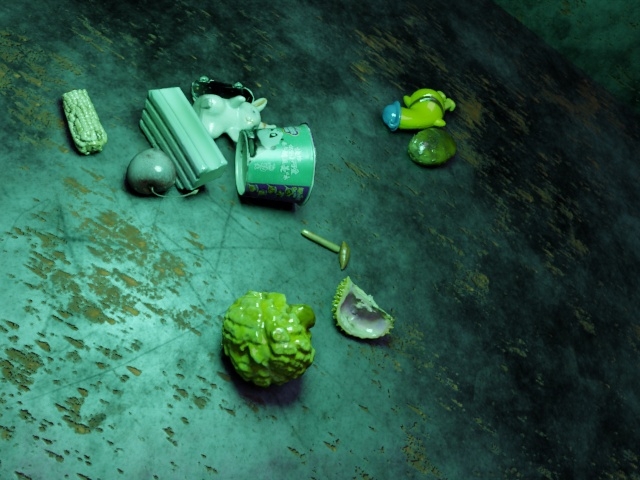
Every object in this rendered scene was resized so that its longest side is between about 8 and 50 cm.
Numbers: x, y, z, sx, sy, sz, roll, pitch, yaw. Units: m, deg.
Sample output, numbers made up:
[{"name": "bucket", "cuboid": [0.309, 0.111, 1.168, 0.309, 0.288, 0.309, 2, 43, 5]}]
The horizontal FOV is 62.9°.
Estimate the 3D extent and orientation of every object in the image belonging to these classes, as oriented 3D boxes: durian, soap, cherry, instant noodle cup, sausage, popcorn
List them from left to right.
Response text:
[{"name": "cherry", "cuboid": [-0.424, -0.191, 1.415, 0.188, 0.115, 0.148, -8, 27, 1]}, {"name": "soap", "cuboid": [-0.388, -0.276, 1.462, 0.095, 0.173, 0.289, -26, 77, -37]}, {"name": "popcorn", "cuboid": [-0.129, 0.226, 1.306, 0.237, 0.205, 0.251, 2, 43, -10]}, {"name": "instant noodle cup", "cuboid": [-0.142, -0.226, 1.538, 0.190, 0.251, 0.251, -1, 63, -20]}, {"name": "sausage", "cuboid": [0.000, 0.000, 1.610, 0.132, 0.024, 0.024, 27, 54, -14]}, {"name": "durian", "cuboid": [0.112, 0.193, 1.495, 0.183, 0.132, 0.165, 15, 68, -34]}]

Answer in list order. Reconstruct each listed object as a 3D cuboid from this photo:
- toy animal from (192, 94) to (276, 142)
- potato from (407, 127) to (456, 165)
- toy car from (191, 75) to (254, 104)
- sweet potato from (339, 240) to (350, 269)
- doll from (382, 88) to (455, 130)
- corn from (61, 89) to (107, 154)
[{"name": "toy animal", "cuboid": [-0.250, -0.379, 1.616, 0.283, 0.140, 0.138, 1, 22, -23]}, {"name": "potato", "cuboid": [0.433, -0.359, 1.995, 0.251, 0.113, 0.149, -17, 73, -34]}, {"name": "toy car", "cuboid": [-0.314, -0.467, 1.686, 0.205, 0.056, 0.095, 2, 62, -31]}, {"name": "sweet potato", "cuboid": [0.074, 0.047, 1.619, 0.034, 0.034, 0.095, 14, 67, -21]}, {"name": "doll", "cuboid": [0.388, -0.500, 2.033, 0.363, 0.145, 0.199, -29, 62, -34]}, {"name": "corn", "cuboid": [-0.642, -0.333, 1.413, 0.087, 0.087, 0.210, -15, 72, -34]}]
